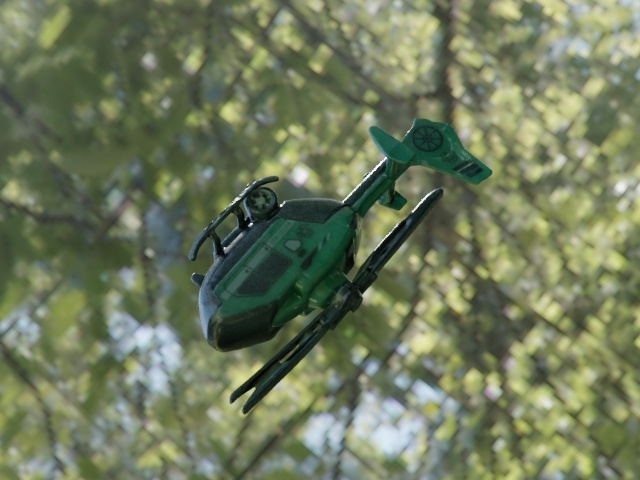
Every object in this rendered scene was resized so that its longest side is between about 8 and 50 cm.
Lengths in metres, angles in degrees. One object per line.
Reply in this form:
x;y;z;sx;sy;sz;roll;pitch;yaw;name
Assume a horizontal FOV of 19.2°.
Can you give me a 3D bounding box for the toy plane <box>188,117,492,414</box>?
0.000;0.000;1.133;0.235;0.096;0.060;-46;-25;-25;toy plane
